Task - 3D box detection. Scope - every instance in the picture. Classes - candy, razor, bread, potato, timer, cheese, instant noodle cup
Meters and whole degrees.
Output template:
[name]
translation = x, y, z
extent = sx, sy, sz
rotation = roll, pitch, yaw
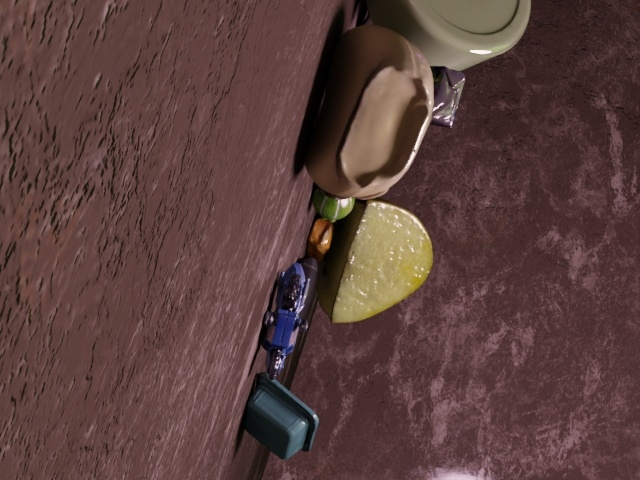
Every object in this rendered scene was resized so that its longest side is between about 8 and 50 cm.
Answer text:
[candy]
translation = 0.123, -0.249, 1.430
extent = 0.312, 0.061, 0.088
rotation = 23, -78, 60
[razor]
translation = -0.043, 0.112, 1.851
extent = 0.090, 0.054, 0.148
rotation = 93, 13, -60
[bread]
translation = 0.000, 0.000, 2.009
extent = 0.132, 0.053, 0.074
rotation = 106, 3, -67
[potato]
translation = 0.122, 0.015, 2.084
extent = 0.280, 0.212, 0.331
rotation = -117, -140, -61
[timer]
translation = 0.175, -0.403, 1.555
extent = 0.315, 0.290, 0.291
rotation = -32, -145, 59
[cheese]
translation = 0.068, -0.194, 1.319
extent = 0.266, 0.127, 0.233
rotation = -70, -156, 12
[instant noodle cup]
translation = -0.088, 0.361, 1.709
extent = 0.070, 0.157, 0.179
rotation = -43, 160, -33

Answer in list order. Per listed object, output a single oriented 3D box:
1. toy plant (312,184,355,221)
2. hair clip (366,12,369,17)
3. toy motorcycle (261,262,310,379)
[toy plant]
translation = 0.033, -0.105, 1.716
extent = 0.162, 0.092, 0.093
rotation = 103, 5, -45
[hair clip]
translation = 0.129, -0.512, 1.738
extent = 0.066, 0.036, 0.229
rotation = 97, 16, -52
[toy motorcycle]
translation = -0.066, 0.148, 1.555
extent = 0.114, 0.076, 0.205
rotation = -96, -160, -76
